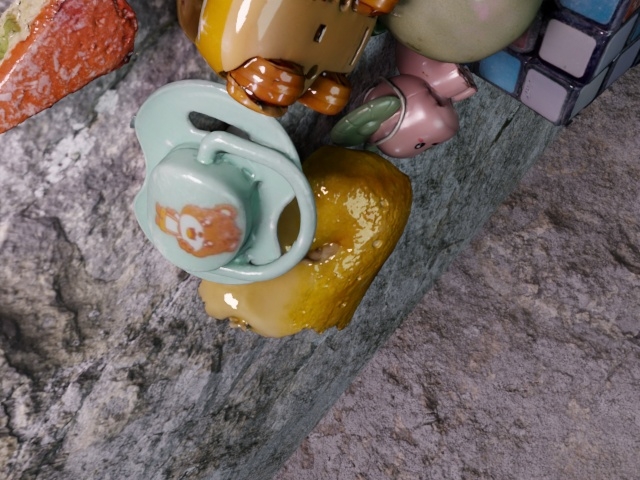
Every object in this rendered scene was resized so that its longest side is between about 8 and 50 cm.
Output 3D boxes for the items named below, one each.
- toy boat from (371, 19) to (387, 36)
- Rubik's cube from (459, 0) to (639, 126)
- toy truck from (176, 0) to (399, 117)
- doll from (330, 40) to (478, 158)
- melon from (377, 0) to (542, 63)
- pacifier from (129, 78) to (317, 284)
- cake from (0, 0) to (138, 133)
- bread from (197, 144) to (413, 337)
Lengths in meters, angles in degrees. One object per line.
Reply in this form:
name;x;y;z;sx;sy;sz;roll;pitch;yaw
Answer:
toy boat;0.141;-0.420;0.993;0.210;0.052;0.104;-37;155;-27
Rubik's cube;0.450;-0.493;1.043;0.362;0.363;0.359;-41;156;-14
toy truck;-0.040;-0.282;0.708;0.288;0.212;0.204;-15;138;-56
doll;0.158;-0.268;1.113;0.268;0.216;0.284;-30;169;24
melon;0.181;-0.409;0.810;0.268;0.268;0.330;-51;129;4
pacifier;-0.123;-0.090;0.847;0.269;0.288;0.343;-62;175;-46
cake;-0.285;-0.179;0.594;0.220;0.086;0.117;-53;153;5
bread;0.000;0.000;1.094;0.361;0.250;0.394;-10;139;-54
